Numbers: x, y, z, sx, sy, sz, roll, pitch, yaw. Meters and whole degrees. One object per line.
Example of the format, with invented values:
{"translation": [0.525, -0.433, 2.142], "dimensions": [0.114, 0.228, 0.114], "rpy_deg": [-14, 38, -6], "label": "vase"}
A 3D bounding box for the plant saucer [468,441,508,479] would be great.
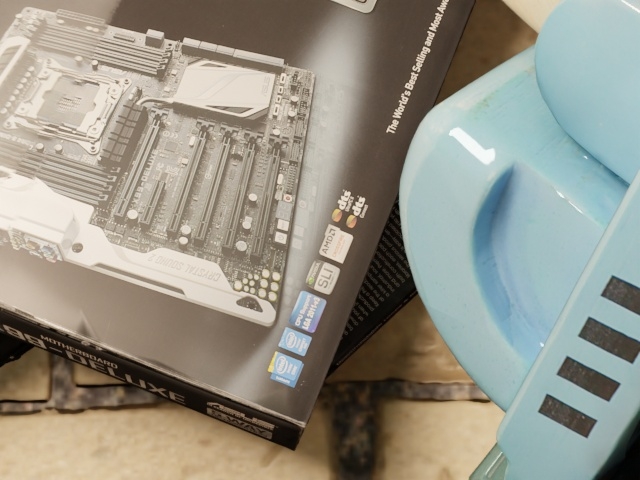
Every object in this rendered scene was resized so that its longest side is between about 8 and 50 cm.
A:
{"translation": [0.160, 0.073, 0.948], "dimensions": [0.067, 0.018, 0.192], "rpy_deg": [38, 93, 13], "label": "plant saucer"}

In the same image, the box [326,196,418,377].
{"translation": [0.000, 0.000, 0.984], "dimensions": [0.162, 0.029, 0.116], "rpy_deg": [-42, 76, 3], "label": "box"}

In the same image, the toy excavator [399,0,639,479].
{"translation": [0.124, -0.079, 0.773], "dimensions": [0.445, 0.433, 0.222], "rpy_deg": [41, 52, 19], "label": "toy excavator"}

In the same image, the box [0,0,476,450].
{"translation": [-0.066, -0.080, 0.925], "dimensions": [0.242, 0.076, 0.307], "rpy_deg": [22, 73, 2], "label": "box"}

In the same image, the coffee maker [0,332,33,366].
{"translation": [-0.212, -0.019, 0.996], "dimensions": [0.171, 0.120, 0.178], "rpy_deg": [-29, 79, -13], "label": "coffee maker"}
